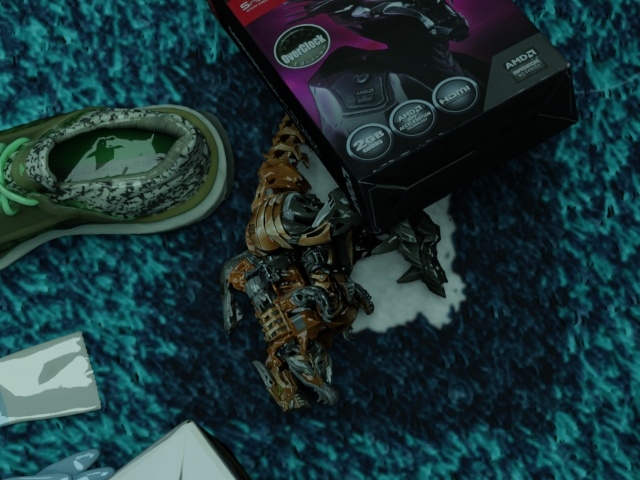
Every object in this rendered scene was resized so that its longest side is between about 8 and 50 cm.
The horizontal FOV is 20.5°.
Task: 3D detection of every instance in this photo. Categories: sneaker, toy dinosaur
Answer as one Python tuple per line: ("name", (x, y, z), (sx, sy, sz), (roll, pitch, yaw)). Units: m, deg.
("sneaker", (-0.290, -0.065, 1.724), (0.410, 0.182, 0.158), (-15, 78, -4))
("toy dinosaur", (0.000, 0.000, 1.738), (0.218, 0.164, 0.321), (-7, 96, 13))

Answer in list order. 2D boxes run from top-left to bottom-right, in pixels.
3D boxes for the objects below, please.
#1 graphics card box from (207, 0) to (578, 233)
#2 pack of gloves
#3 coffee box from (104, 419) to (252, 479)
("graphics card box", (0.056, -0.199, 1.729), (0.233, 0.094, 0.371), (-28, 53, -8))
("pack of gloves", (-0.321, 0.205, 1.722), (0.232, 0.046, 0.195), (-14, 79, -10))
("coffee box", (-0.098, 0.269, 1.591), (0.119, 0.297, 0.168), (-37, 81, -5))
